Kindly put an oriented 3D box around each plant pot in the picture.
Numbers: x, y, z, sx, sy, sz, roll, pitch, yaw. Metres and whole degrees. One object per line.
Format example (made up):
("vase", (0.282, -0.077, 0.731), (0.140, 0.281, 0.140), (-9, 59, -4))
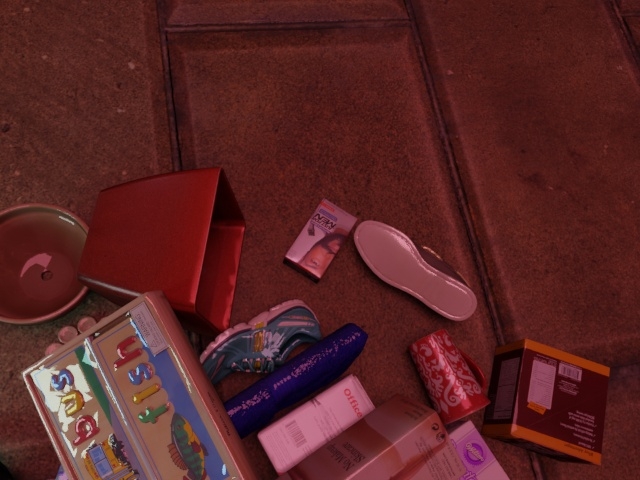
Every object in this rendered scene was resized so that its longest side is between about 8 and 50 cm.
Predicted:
("plant pot", (-0.548, 0.054, 1.045), (0.237, 0.110, 0.237), (3, 71, -9))
("plant pot", (-0.299, 0.027, 1.033), (0.236, 0.267, 0.267), (4, 69, 4))

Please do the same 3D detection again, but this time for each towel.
("towel", (-0.059, 0.272, 0.988), (0.308, 0.227, 0.076), (-30, 78, -19))

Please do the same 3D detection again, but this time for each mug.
("mug", (0.265, 0.280, 1.124), (0.113, 0.150, 0.169), (-33, 71, 18))

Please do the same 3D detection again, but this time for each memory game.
("memory game", (-0.444, 0.237, 1.050), (0.186, 0.012, 0.186), (3, 70, -8))

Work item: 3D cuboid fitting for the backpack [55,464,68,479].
("backpack", (-0.368, 0.456, 0.930), (0.173, 0.117, 0.158), (14, 70, -8))

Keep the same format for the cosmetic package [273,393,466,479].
("cosmetic package", (0.074, 0.404, 0.908), (0.296, 0.153, 0.129), (-30, 97, -19))

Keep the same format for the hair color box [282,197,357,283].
("hair color box", (0.000, 0.000, 1.190), (0.093, 0.053, 0.167), (32, 70, 2))

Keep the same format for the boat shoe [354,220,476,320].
("boat shoe", (0.207, 0.060, 1.184), (0.305, 0.091, 0.109), (37, 106, 6))

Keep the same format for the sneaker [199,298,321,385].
("sneaker", (-0.124, 0.214, 1.051), (0.275, 0.107, 0.110), (-29, 61, -17))

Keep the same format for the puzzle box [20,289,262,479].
("puzzle box", (-0.274, 0.318, 0.838), (0.272, 0.052, 0.409), (-32, 81, 11))

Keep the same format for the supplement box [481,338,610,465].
("supplement box", (0.463, 0.334, 1.109), (0.191, 0.129, 0.194), (20, 68, -3))

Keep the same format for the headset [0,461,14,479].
("headset", (-0.592, 0.473, 0.847), (0.394, 0.185, 0.243), (27, 68, 13))

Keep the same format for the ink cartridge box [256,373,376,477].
("ink cartridge box", (0.007, 0.381, 1.033), (0.218, 0.092, 0.158), (-28, 79, -16))

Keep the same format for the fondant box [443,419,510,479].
("fondant box", (0.212, 0.533, 1.013), (0.330, 0.096, 0.238), (-29, 78, -19))
